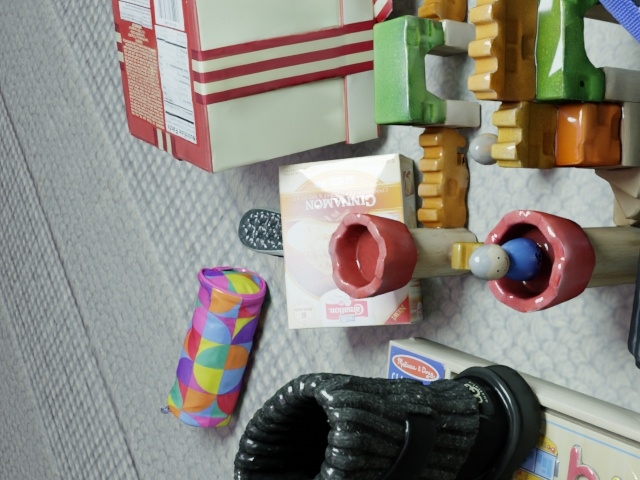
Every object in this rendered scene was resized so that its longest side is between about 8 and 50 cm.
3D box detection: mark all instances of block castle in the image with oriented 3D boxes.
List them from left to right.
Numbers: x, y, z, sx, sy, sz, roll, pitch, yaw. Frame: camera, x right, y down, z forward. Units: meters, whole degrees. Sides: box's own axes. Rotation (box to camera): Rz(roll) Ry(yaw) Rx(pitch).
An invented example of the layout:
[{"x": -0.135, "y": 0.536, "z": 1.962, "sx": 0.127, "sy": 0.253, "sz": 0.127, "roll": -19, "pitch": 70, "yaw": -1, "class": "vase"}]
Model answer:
[{"x": 0.138, "y": -0.167, "z": 0.916, "sx": 0.303, "sy": 0.213, "sz": 0.452, "roll": 2, "pitch": 93, "yaw": 51, "class": "block castle"}]

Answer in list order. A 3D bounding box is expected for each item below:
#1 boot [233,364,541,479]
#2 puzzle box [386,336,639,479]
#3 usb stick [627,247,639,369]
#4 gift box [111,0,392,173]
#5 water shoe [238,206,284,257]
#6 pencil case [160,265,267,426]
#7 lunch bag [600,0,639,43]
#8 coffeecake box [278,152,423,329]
[{"x": 0.031, "y": 0.252, "z": 0.945, "sx": 0.131, "sy": 0.260, "sz": 0.347, "roll": 46, "pitch": 125, "yaw": 40, "class": "boot"}, {"x": 0.206, "y": 0.272, "z": 0.977, "sx": 0.409, "sy": 0.052, "sz": 0.272, "roll": 15, "pitch": 102, "yaw": 51, "class": "puzzle box"}, {"x": 0.308, "y": -0.024, "z": 0.826, "sx": 0.077, "sy": 0.045, "sz": 0.277, "roll": 7, "pitch": 98, "yaw": 13, "class": "usb stick"}, {"x": -0.069, "y": -0.242, "z": 1.133, "sx": 0.255, "sy": 0.258, "sz": 0.276, "roll": 32, "pitch": 129, "yaw": 48, "class": "gift box"}, {"x": 0.000, "y": 0.000, "z": 1.217, "sx": 0.203, "sy": 0.080, "sz": 0.072, "roll": 18, "pitch": 94, "yaw": 24, "class": "water shoe"}, {"x": -0.148, "y": 0.148, "z": 1.385, "sx": 0.104, "sy": 0.104, "sz": 0.236, "roll": 42, "pitch": 121, "yaw": 43, "class": "pencil case"}, {"x": 0.333, "y": -0.258, "z": 0.622, "sx": 0.385, "sy": 0.239, "sz": 0.328, "roll": 44, "pitch": 135, "yaw": -7, "class": "lunch bag"}, {"x": 0.034, "y": 0.004, "z": 1.121, "sx": 0.142, "sy": 0.068, "sz": 0.185, "roll": -5, "pitch": 88, "yaw": 19, "class": "coffeecake box"}]
